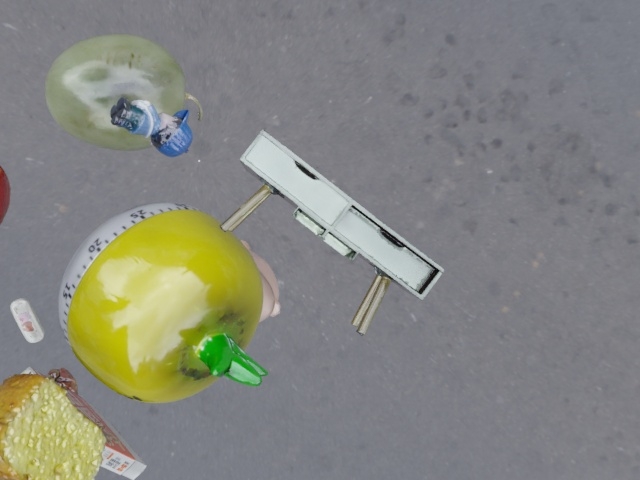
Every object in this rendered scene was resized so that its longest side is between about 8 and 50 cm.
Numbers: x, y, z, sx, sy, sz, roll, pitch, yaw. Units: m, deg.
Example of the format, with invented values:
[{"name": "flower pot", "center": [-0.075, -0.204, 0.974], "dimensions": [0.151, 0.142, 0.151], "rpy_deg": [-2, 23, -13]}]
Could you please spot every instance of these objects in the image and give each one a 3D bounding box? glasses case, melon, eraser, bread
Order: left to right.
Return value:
[{"name": "glasses case", "center": [-0.507, 0.139, 1.181], "dimensions": [0.032, 0.021, 0.083], "rpy_deg": [-20, 109, -5]}, {"name": "bread", "center": [-0.293, 0.218, 0.719], "dimensions": [0.065, 0.103, 0.187], "rpy_deg": [0, 140, 20]}, {"name": "eraser", "center": [-0.371, 0.293, 1.073], "dimensions": [0.157, 0.230, 0.038], "rpy_deg": [38, 73, 25]}, {"name": "melon", "center": [-0.438, -0.321, 1.502], "dimensions": [0.308, 0.272, 0.272], "rpy_deg": [-23, 100, -7]}]

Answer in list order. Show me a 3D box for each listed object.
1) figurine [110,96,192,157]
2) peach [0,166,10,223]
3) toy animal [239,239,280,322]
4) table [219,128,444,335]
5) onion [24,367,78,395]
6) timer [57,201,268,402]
[{"name": "figurine", "center": [-0.295, -0.206, 1.221], "dimensions": [0.086, 0.087, 0.149], "rpy_deg": [-35, 147, 32]}, {"name": "peach", "center": [-0.556, -0.059, 0.984], "dimensions": [0.192, 0.190, 0.190], "rpy_deg": [12, 95, -43]}, {"name": "toy animal", "center": [-0.179, 0.118, 1.216], "dimensions": [0.221, 0.210, 0.229], "rpy_deg": [-10, 97, 8]}, {"name": "table", "center": [0.000, 0.000, 0.760], "dimensions": [0.240, 0.121, 0.111], "rpy_deg": [37, 89, -2]}, {"name": "onion", "center": [-0.612, 0.401, 1.394], "dimensions": [0.281, 0.221, 0.281], "rpy_deg": [0, 91, 13]}, {"name": "timer", "center": [-0.174, 0.104, 0.886], "dimensions": [0.285, 0.285, 0.285], "rpy_deg": [-1, 97, -10]}]
